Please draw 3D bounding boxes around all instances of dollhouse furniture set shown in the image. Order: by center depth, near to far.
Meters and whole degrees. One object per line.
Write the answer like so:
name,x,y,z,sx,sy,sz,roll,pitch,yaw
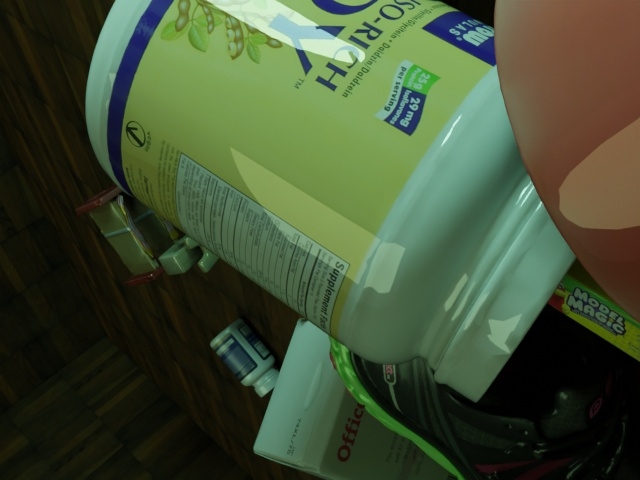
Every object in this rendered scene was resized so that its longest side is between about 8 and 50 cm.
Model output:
dollhouse furniture set,-0.288,-0.048,1.393,0.374,0.152,0.201,-13,114,42

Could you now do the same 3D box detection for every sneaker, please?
sneaker,0.225,0.183,0.709,0.483,0.185,0.202,36,144,-18

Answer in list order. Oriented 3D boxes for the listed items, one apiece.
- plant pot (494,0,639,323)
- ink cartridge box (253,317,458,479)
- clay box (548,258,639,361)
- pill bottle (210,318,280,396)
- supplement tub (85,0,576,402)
plant pot,0.258,-0.103,0.321,0.275,0.275,0.243,54,144,-6
ink cartridge box,0.092,0.235,0.931,0.270,0.198,0.197,27,160,-21
clay box,0.261,0.022,0.595,0.222,0.127,0.053,34,149,29
pill bottle,-0.163,0.269,1.607,0.169,0.094,0.094,49,154,4
supplement tub,0.027,-0.063,0.516,0.331,0.241,0.241,33,149,16
